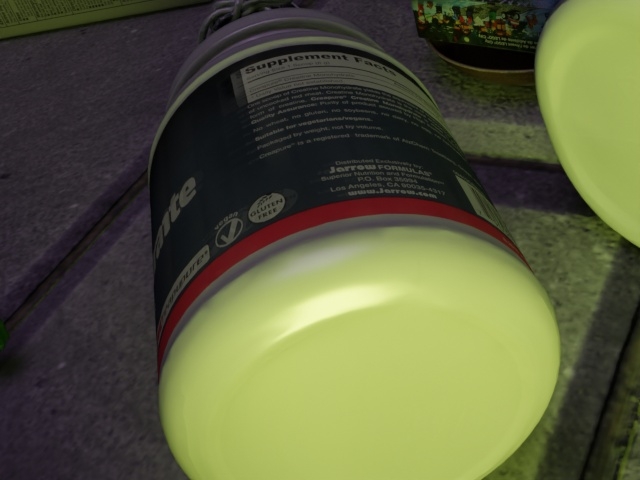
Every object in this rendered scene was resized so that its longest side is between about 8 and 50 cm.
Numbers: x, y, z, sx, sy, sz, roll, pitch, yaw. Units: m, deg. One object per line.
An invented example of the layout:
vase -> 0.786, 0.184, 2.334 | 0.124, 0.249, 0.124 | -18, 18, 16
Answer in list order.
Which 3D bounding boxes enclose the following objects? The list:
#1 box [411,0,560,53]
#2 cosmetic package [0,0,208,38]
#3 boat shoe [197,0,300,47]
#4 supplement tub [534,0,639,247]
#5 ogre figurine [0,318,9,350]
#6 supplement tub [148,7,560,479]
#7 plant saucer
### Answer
box -> 0.210, -0.246, 0.730 | 0.159, 0.044, 0.233 | 20, 53, 37
cosmetic package -> -0.287, -0.364, 1.029 | 0.309, 0.160, 0.113 | -4, 41, 16
boat shoe -> -0.060, -0.169, 0.757 | 0.113, 0.105, 0.306 | -10, 41, 11
supplement tub -> 0.306, -0.135, 0.507 | 0.316, 0.193, 0.193 | -32, 41, -16
ogre figurine -> -0.328, 0.068, 0.610 | 0.197, 0.097, 0.118 | 31, 41, 25
supplement tub -> 0.000, 0.000, 0.474 | 0.191, 0.191, 0.272 | -18, 40, 1
plant saucer -> 0.193, -0.190, 0.736 | 0.198, 0.036, 0.198 | -12, 40, 10
